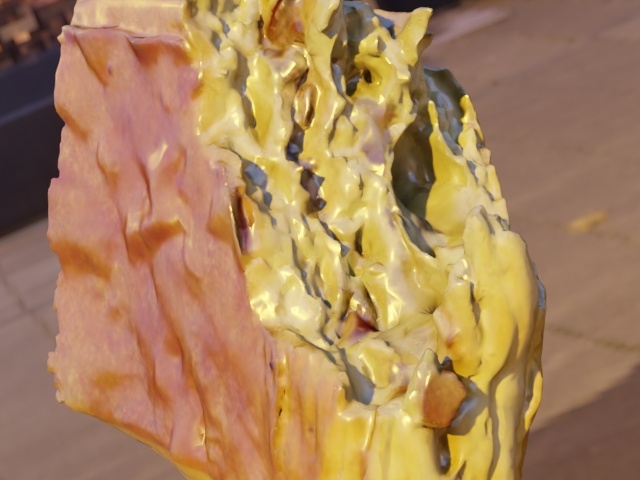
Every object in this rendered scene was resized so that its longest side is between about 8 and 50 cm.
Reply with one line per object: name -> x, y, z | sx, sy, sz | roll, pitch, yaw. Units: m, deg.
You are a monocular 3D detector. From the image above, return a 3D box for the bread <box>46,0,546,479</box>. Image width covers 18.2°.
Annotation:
bread -> 0.000, 0.000, 1.123 | 0.191, 0.314, 0.370 | -3, 11, -34
